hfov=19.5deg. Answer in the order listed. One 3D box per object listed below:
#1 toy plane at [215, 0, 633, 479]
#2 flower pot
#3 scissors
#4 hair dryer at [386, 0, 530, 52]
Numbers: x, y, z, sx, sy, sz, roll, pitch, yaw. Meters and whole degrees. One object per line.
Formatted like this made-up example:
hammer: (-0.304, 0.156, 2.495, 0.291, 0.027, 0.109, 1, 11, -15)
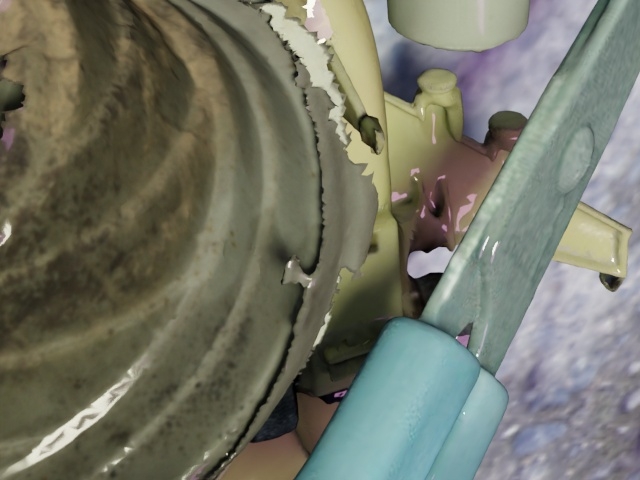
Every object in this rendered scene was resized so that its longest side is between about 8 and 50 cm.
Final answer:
toy plane: (0.000, 0.000, 0.644, 0.242, 0.104, 0.256, -14, 140, -12)
flower pot: (-0.118, -0.012, 0.513, 0.235, 0.140, 0.235, -21, 136, -21)
scissors: (0.056, 0.008, 0.585, 0.447, 0.029, 0.192, -62, 153, -8)
hair dryer: (0.097, -0.168, 0.559, 0.267, 0.092, 0.229, -3, 115, -38)
